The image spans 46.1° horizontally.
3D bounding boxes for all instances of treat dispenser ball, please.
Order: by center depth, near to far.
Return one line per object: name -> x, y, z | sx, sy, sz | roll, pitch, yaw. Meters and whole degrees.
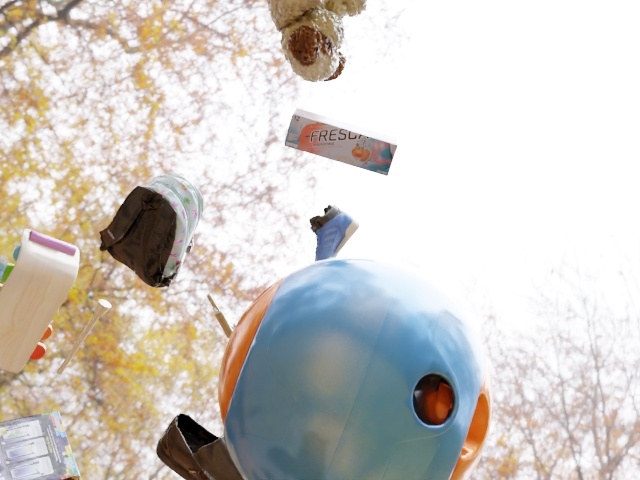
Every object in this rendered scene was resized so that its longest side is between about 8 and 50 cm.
treat dispenser ball -> 0.035, 0.161, 0.794 | 0.288, 0.288, 0.288 | 14, -57, 22

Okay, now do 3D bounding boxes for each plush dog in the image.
plush dog -> -0.026, -0.412, 1.427 | 0.210, 0.262, 0.226 | -11, -95, 20

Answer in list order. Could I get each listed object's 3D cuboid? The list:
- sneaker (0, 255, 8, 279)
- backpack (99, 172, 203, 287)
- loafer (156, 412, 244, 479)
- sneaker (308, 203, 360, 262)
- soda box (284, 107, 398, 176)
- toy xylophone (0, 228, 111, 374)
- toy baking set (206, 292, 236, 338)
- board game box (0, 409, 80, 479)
sneaker -> -0.665, 0.065, 1.404 | 0.162, 0.073, 0.063 | -6, -21, 18
backpack -> -0.279, -0.027, 1.277 | 0.152, 0.115, 0.182 | 32, -55, 5
loafer -> -0.148, 0.321, 1.080 | 0.220, 0.080, 0.078 | 23, -66, 24
sneaker -> 0.000, 0.000, 1.401 | 0.084, 0.152, 0.058 | 39, -16, -6
soda box -> 0.035, -0.165, 1.255 | 0.183, 0.063, 0.058 | 16, -69, -2
toy xylophone -> -0.571, 0.146, 1.485 | 0.236, 0.081, 0.323 | 35, -78, -36
toy baking set -> -0.170, 0.208, 1.574 | 0.197, 0.030, 0.256 | 54, -10, 48
board game box -> -0.463, 0.347, 1.172 | 0.170, 0.141, 0.048 | 42, -47, 52
